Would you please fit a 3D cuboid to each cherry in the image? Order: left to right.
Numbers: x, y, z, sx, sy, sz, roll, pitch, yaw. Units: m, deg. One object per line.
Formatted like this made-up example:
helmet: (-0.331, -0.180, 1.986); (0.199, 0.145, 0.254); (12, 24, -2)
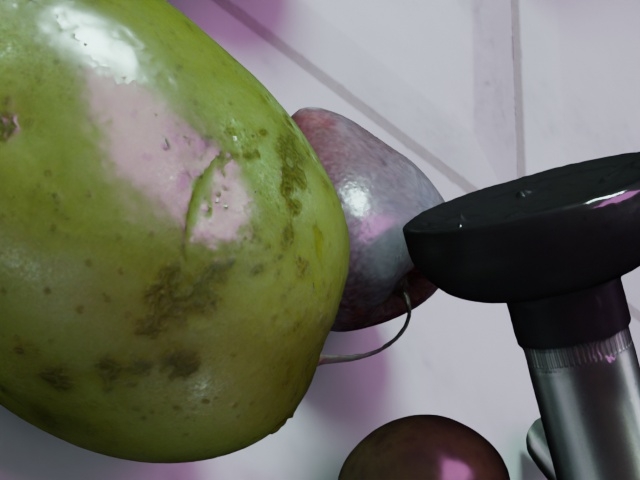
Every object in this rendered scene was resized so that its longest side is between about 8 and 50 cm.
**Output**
cherry: (-0.001, -0.007, 1.124); (0.188, 0.115, 0.148); (-10, 94, -49)

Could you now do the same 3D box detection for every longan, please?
longan: (0.063, 0.154, 1.086); (0.119, 0.106, 0.106); (29, 44, -43)

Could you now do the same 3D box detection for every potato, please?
potato: (-0.115, -0.022, 0.906); (0.304, 0.216, 0.216); (51, 34, -17)

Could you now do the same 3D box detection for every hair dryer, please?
hair dryer: (0.131, 0.098, 1.139); (0.156, 0.284, 0.320); (-18, 108, -16)
